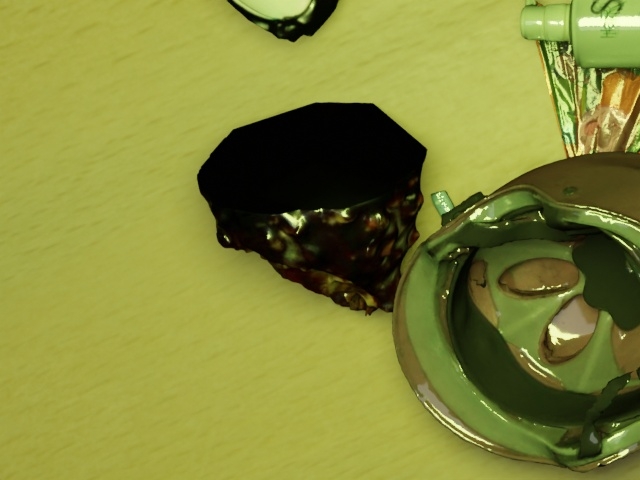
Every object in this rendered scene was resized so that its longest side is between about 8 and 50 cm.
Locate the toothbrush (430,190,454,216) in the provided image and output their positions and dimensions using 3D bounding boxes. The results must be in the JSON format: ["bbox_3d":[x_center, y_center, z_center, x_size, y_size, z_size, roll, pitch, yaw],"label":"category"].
[{"bbox_3d":[0.159,0.051,1.887,0.016,0.019,0.219,-27,86,31],"label":"toothbrush"}]

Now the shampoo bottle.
[{"bbox_3d":[0.314,-0.199,1.778,0.262,0.085,0.085,1,94,14],"label":"shampoo bottle"}]

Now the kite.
[{"bbox_3d":[0.305,-0.097,1.840,0.321,0.016,0.234,31,103,13],"label":"kite"}]

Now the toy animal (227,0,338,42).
[{"bbox_3d":[-0.031,-0.300,1.858,0.166,0.138,0.179,35,109,-7],"label":"toy animal"}]

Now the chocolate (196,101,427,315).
[{"bbox_3d":[0.000,0.000,1.863,0.206,0.224,0.177,-19,119,-16],"label":"chocolate"}]

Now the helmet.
[{"bbox_3d":[0.243,0.048,1.765,0.338,0.197,0.271,-30,95,48],"label":"helmet"}]
